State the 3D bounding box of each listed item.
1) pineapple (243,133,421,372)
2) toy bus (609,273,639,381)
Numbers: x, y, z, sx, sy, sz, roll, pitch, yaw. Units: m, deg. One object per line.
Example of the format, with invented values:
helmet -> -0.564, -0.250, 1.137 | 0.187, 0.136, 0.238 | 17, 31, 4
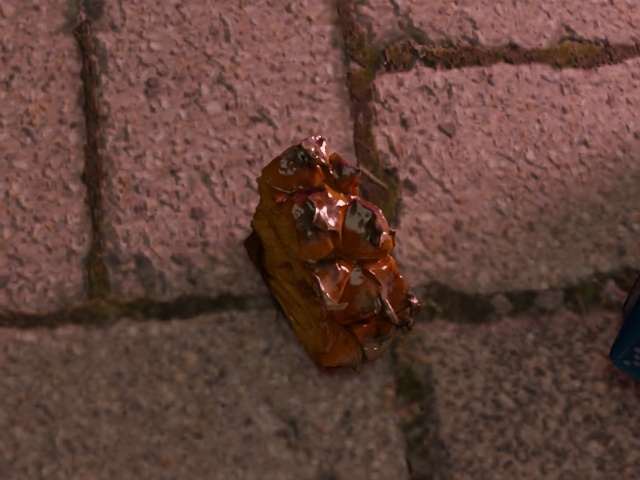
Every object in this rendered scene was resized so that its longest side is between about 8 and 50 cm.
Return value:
pineapple -> 0.000, 0.000, 0.842 | 0.069, 0.137, 0.116 | -28, 28, -22
toy bus -> 0.271, -0.017, 0.855 | 0.113, 0.134, 0.246 | 29, 65, 8
